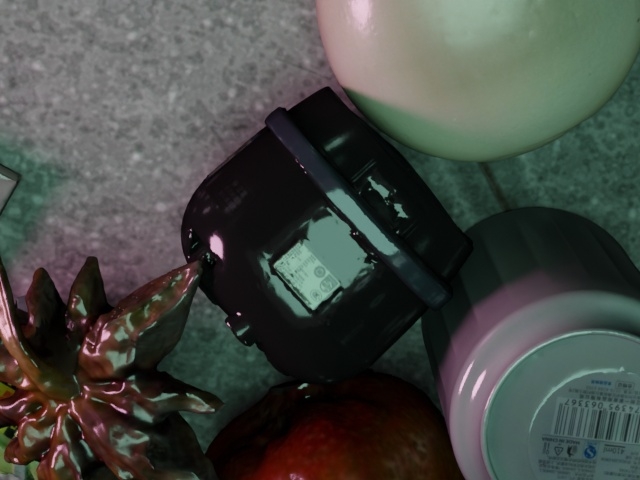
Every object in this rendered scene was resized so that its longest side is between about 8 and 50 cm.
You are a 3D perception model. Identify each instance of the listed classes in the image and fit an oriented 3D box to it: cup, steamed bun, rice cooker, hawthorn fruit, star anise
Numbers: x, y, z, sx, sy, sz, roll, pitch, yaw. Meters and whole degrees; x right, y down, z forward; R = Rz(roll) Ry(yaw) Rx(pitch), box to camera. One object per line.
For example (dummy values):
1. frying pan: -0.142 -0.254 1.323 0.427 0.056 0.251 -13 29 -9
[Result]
1. cup: 0.246 0.156 1.823 0.237 0.327 0.323 -31 106 5
2. steamed bun: 0.153 -0.231 1.776 0.324 0.206 0.324 -1 106 -2
3. rice cooker: 0.000 0.000 1.807 0.224 0.267 0.267 -41 104 3
4. hawthorn fruit: 0.014 0.280 1.859 0.295 0.295 0.311 -5 81 -2
5. star anise: -0.230 0.126 1.777 0.292 0.109 0.349 -1 101 10

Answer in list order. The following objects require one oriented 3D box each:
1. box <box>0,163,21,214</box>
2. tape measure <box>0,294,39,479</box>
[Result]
1. box: -0.388 -0.016 1.889 0.115 0.036 0.177 29 101 -11
2. tape measure: -0.284 0.149 1.905 0.175 0.106 0.200 25 99 -18
